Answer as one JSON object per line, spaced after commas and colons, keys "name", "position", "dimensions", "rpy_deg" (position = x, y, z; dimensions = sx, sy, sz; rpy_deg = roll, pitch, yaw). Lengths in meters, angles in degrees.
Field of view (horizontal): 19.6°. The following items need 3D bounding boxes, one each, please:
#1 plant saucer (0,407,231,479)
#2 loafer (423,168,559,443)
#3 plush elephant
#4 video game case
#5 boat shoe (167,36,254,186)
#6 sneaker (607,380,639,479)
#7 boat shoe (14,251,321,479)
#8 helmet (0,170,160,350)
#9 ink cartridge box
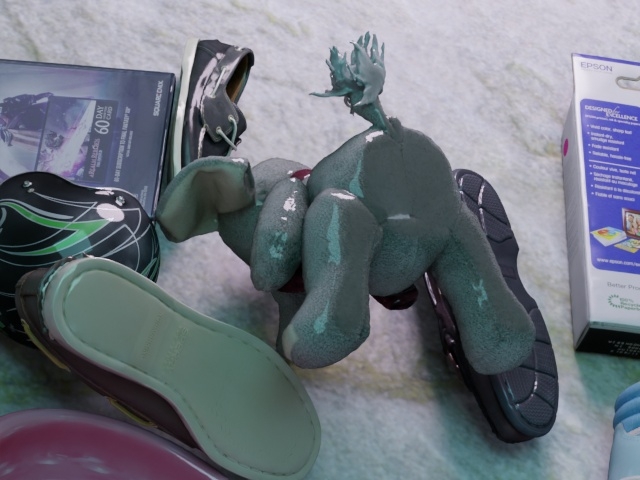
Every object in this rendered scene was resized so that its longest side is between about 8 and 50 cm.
{"name": "plant saucer", "position": [-0.164, 0.275, 1.537], "dimensions": [0.332, 0.084, 0.332], "rpy_deg": [27, 23, -13]}
{"name": "loafer", "position": [0.158, 0.075, 1.855], "dimensions": [0.109, 0.095, 0.302], "rpy_deg": [18, 49, -41]}
{"name": "plush elephant", "position": [0.000, 0.000, 1.755], "dimensions": [0.272, 0.255, 0.330], "rpy_deg": [-4, 75, -38]}
{"name": "video game case", "position": [-0.293, -0.103, 1.873], "dimensions": [0.274, 0.026, 0.196], "rpy_deg": [5, 52, -1]}
{"name": "boat shoe", "position": [-0.116, -0.120, 1.917], "dimensions": [0.079, 0.084, 0.233], "rpy_deg": [10, 50, -2]}
{"name": "sneaker", "position": [0.427, 0.208, 1.785], "dimensions": [0.319, 0.127, 0.208], "rpy_deg": [11, 53, -7]}
{"name": "boat shoe", "position": [-0.134, 0.118, 1.664], "dimensions": [0.324, 0.097, 0.116], "rpy_deg": [36, 69, -32]}
{"name": "helmet", "position": [-0.236, 0.024, 1.731], "dimensions": [0.161, 0.169, 0.169], "rpy_deg": [17, 50, 18]}
{"name": "ink cartridge box", "position": [0.354, -0.037, 1.988], "dimensions": [0.176, 0.069, 0.371], "rpy_deg": [8, 55, -8]}
